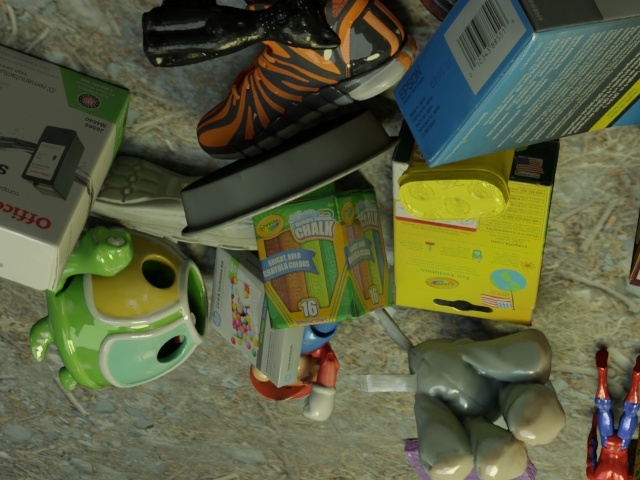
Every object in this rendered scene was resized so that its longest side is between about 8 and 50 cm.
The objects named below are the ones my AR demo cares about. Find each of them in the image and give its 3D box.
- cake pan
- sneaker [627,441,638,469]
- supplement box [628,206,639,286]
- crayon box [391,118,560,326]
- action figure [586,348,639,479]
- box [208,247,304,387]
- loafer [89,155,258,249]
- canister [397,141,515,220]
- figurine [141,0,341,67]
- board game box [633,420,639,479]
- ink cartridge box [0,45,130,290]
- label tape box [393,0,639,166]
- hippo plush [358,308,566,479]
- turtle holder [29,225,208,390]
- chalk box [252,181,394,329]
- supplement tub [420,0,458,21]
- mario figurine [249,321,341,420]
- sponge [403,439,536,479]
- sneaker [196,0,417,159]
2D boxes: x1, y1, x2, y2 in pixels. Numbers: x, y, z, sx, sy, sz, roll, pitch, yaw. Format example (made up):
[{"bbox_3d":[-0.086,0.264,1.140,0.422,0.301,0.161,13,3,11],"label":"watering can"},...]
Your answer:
[{"bbox_3d":[-0.046,-0.088,1.620,0.293,0.293,0.054,-17,100,39],"label":"cake pan"},{"bbox_3d":[0.605,0.393,2.138,0.227,0.087,0.130,2,144,25],"label":"sneaker"},{"bbox_3d":[0.416,-0.042,1.529,0.081,0.188,0.104,13,145,7],"label":"supplement box"},{"bbox_3d":[0.198,-0.016,1.752,0.202,0.081,0.318,10,144,10],"label":"crayon box"},{"bbox_3d":[0.463,0.276,2.047,0.091,0.139,0.280,8,122,18],"label":"action figure"},{"bbox_3d":[-0.094,0.105,1.941,0.186,0.038,0.145,39,132,41],"label":"box"},{"bbox_3d":[-0.216,-0.043,1.866,0.319,0.112,0.111,10,136,9],"label":"loafer"},{"bbox_3d":[0.169,-0.111,1.557,0.126,0.170,0.073,-1,141,24],"label":"canister"},{"bbox_3d":[-0.085,-0.299,1.415,0.209,0.092,0.215,-2,98,16],"label":"figurine"},{"bbox_3d":[0.606,0.127,1.536,0.356,0.356,0.356,16,145,1],"label":"board game box"},{"bbox_3d":[-0.388,-0.097,1.723,0.198,0.273,0.115,19,145,-3],"label":"ink cartridge box"},{"bbox_3d":[0.276,-0.206,1.402,0.333,0.106,0.240,-13,157,-30],"label":"label tape box"},{"bbox_3d":[0.224,0.250,1.925,0.294,0.234,0.236,7,164,21],"label":"hippo plush"},{"bbox_3d":[-0.299,0.074,1.977,0.227,0.243,0.320,-5,122,9],"label":"turtle holder"},{"bbox_3d":[0.000,0.000,1.772,0.132,0.213,0.132,-10,-179,27],"label":"chalk box"},{"bbox_3d":[0.179,-0.309,1.340,0.106,0.106,0.198,25,144,-11],"label":"supplement tub"},{"bbox_3d":[-0.044,0.150,1.994,0.170,0.198,0.320,8,142,-9],"label":"mario figurine"},{"bbox_3d":[0.262,0.389,2.321,0.210,0.031,0.117,-5,139,30],"label":"sponge"},{"bbox_3d":[-0.058,-0.223,1.565,0.321,0.124,0.180,-26,123,31],"label":"sneaker"}]
